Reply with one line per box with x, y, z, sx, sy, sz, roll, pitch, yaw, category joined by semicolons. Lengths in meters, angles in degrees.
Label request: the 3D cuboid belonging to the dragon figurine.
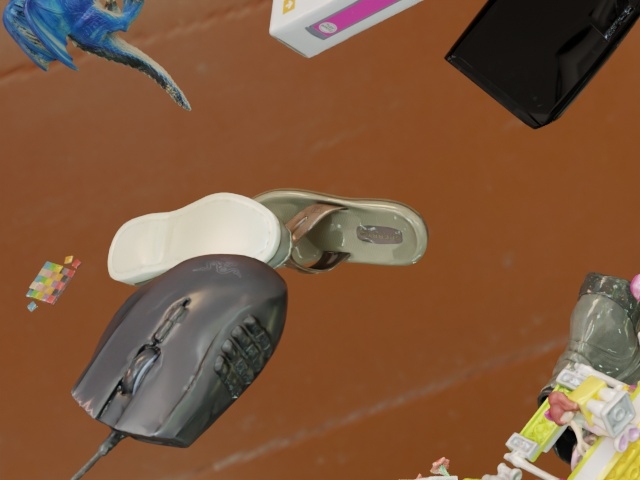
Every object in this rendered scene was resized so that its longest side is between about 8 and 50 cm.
-0.256;-0.217;1.724;0.144;0.085;0.289;-42;114;-22;dragon figurine

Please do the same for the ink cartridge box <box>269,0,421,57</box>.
0.102;-0.322;1.678;0.069;0.175;0.371;28;144;-35;ink cartridge box

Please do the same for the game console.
0.155;-0.299;1.806;0.213;0.361;0.044;-53;173;15;game console

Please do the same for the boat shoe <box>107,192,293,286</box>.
-0.132;0.013;2.102;0.091;0.305;0.109;24;69;-39;boat shoe

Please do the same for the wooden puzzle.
-0.321;0.050;2.081;0.083;0.049;0.006;-59;138;-20;wooden puzzle

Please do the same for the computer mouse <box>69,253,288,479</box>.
-0.095;0.078;0.711;0.242;0.071;0.041;-48;149;-36;computer mouse

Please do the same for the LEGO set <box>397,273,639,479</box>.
0.132;0.131;1.127;0.287;0.107;0.132;-30;122;-27;LEGO set

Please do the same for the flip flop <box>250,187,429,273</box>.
0.000;0.000;2.222;0.277;0.080;0.112;3;120;23;flip flop

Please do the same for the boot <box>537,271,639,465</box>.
0.269;0.153;1.702;0.161;0.083;0.246;-62;146;-22;boot
